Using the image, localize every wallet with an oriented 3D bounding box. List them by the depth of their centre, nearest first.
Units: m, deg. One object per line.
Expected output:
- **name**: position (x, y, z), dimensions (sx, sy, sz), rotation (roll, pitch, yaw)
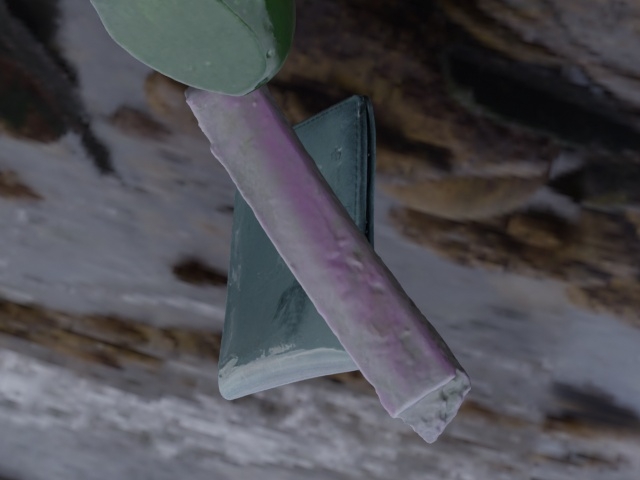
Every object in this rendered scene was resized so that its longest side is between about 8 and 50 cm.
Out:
- **wallet**: position (-0.019, 0.013, 1.662), dimensions (0.054, 0.290, 0.251), rotation (15, 160, -33)

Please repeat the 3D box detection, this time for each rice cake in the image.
- **rice cake**: position (0.000, 0.000, 1.272), dimensions (0.365, 0.072, 0.056), rotation (57, -169, 18)

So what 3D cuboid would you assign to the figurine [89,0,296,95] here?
- **figurine**: position (-0.070, -0.211, 0.897), dimensions (0.127, 0.234, 0.185), rotation (-19, 136, 42)
